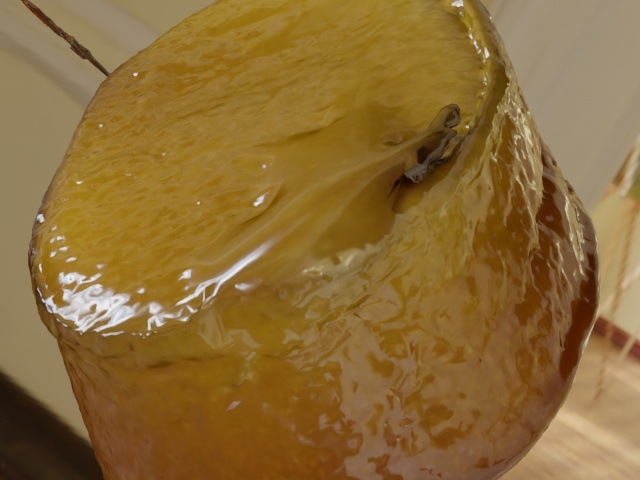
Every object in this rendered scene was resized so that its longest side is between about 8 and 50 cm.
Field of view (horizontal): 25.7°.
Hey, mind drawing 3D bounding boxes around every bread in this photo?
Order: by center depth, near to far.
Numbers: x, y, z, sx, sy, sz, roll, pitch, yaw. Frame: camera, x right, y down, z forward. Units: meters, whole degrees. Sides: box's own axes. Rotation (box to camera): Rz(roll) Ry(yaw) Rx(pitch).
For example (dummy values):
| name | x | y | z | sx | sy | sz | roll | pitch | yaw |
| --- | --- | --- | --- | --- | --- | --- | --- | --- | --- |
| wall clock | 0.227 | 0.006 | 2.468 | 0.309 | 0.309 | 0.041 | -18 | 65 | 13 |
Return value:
| name | x | y | z | sx | sy | sz | roll | pitch | yaw |
| --- | --- | --- | --- | --- | --- | --- | --- | --- | --- |
| bread | 0.000 | 0.000 | 0.527 | 0.270 | 0.195 | 0.143 | -86 | 155 | -56 |

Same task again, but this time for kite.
| name | x | y | z | sx | sy | sz | roll | pitch | yaw |
| --- | --- | --- | --- | --- | --- | --- | --- | --- | --- |
| kite | -0.201 | -0.160 | 1.132 | 0.222 | 0.008 | 0.125 | 42 | -2 | -14 |
